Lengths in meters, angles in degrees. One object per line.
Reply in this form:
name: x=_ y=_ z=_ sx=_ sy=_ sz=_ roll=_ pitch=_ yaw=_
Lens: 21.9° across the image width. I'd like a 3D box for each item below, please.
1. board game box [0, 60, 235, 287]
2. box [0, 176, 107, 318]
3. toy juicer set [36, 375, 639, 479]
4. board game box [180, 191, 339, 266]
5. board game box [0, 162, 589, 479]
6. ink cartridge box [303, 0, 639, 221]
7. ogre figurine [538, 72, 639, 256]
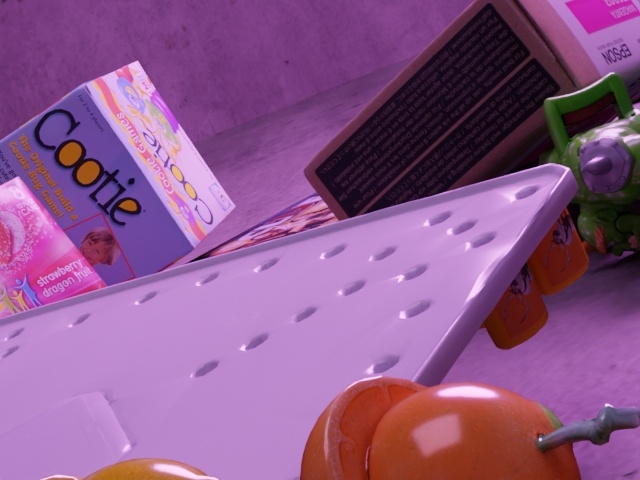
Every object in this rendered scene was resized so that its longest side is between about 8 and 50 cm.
board game box: x=-0.225 y=0.003 z=1.250 sx=0.275 sy=0.144 sz=0.142 roll=-32 pitch=6 yaw=15
box: x=-0.251 y=0.082 z=0.975 sx=0.257 sy=0.128 sz=0.122 roll=-32 pitch=-9 yaw=-46
toy juicer set: x=-0.055 y=0.115 z=0.352 sx=0.329 sy=0.089 sz=0.209 roll=-26 pitch=35 yaw=-15
board game box: x=0.000 y=0.000 z=1.229 sx=0.165 sy=0.042 sz=0.243 roll=-13 pitch=13 yaw=46
board game box: x=-0.119 y=0.116 z=0.658 sx=0.390 sy=0.050 sz=0.390 roll=-16 pitch=20 yaw=35
ink cartridge box: x=0.128 y=-0.093 z=1.078 sx=0.193 sy=0.088 sz=0.235 roll=-42 pitch=-10 yaw=35
ogre figurine: x=0.187 y=-0.048 z=0.921 sx=0.118 sy=0.096 sz=0.197 roll=-11 pitch=20 yaw=-4
